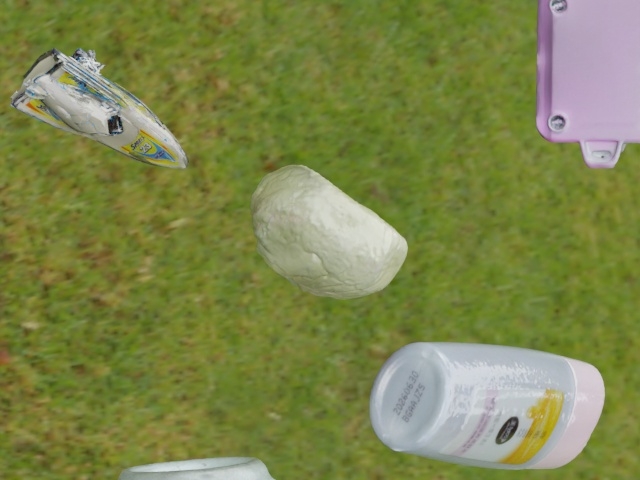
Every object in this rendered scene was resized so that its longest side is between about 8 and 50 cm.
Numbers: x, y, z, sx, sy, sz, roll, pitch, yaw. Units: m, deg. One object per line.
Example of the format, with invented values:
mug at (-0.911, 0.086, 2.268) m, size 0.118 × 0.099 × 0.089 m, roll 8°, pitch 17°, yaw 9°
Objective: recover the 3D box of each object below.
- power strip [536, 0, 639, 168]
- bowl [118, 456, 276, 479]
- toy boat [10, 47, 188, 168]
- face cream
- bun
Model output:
power strip at (0.153, -0.172, 0.696) m, size 0.037 × 0.109 × 0.279 m, roll -20°, pitch 111°, yaw -73°
bowl at (-0.098, 0.248, 1.213) m, size 0.313 × 0.313 × 0.146 m, roll -1°, pitch 84°, yaw -40°
toy boat at (-0.215, -0.127, 1.575) m, size 0.210 × 0.084 × 0.066 m, roll 32°, pitch 37°, yaw -33°
face cream at (0.111, 0.107, 0.980) m, size 0.198 × 0.057 × 0.084 m, roll 13°, pitch 107°, yaw -50°
bun at (0.000, 0.000, 1.007) m, size 0.115 × 0.115 × 0.069 m, roll 34°, pitch 88°, yaw -30°
